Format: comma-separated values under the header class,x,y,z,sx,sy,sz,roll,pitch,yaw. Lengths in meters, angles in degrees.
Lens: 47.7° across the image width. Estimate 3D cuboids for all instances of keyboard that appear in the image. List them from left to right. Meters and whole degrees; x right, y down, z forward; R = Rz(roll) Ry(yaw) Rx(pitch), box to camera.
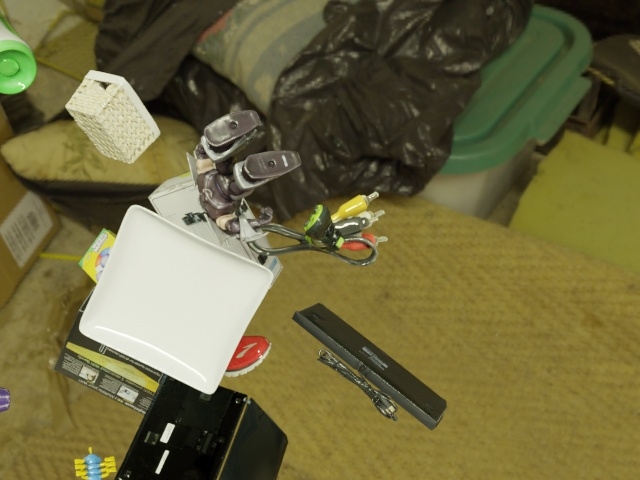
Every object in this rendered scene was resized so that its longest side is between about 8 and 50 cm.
class,x,y,z,sx,sy,sz,roll,pitch,yaw
keyboard,0.078,0.226,1.283,0.317,0.033,0.201,36,16,15

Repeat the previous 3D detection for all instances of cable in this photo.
class,x,y,z,sx,sy,sz,roll,pitch,yaw
cable,0.000,0.000,1.450,0.287,0.140,0.072,-14,6,-5

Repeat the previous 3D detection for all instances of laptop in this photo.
class,x,y,z,sx,sy,sz,roll,pitch,yaw
laptop,-0.209,0.407,1.355,0.264,0.137,0.234,17,50,3

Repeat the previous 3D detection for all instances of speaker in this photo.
class,x,y,z,sx,sy,sz,roll,pitch,yaw
speaker,-0.726,-0.437,1.590,0.131,0.131,0.296,-29,52,-21

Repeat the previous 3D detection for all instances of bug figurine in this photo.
class,x,y,z,sx,sy,sz,roll,pitch,yaw
bug figurine,-0.413,0.557,1.634,0.278,0.072,0.216,6,36,-25

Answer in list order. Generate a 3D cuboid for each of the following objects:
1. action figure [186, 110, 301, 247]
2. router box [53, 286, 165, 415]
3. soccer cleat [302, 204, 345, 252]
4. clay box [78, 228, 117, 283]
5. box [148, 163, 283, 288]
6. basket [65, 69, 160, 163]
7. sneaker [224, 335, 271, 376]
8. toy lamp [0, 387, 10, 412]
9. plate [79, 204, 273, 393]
class,x,y,z,sx,sy,sz,roll,pitch,yaw
action figure,-0.128,-0.090,1.068,0.099,0.285,0.185,-31,89,-22
router box,-0.419,0.270,1.632,0.308,0.243,0.081,30,39,-9
soccer cleat,0.010,-0.016,1.264,0.072,0.179,0.060,31,81,5
clay box,-0.582,0.061,2.005,0.222,0.053,0.127,34,88,36
box,-0.226,-0.016,1.592,0.169,0.290,0.087,-17,25,29
basket,-0.433,-0.253,1.508,0.113,0.167,0.103,18,62,30
sneaker,-0.261,0.264,1.788,0.278,0.118,0.107,-6,36,17
toy lamp,-0.814,0.353,1.552,0.274,0.080,0.080,4,35,-37
plate,-0.259,0.105,1.302,0.277,0.277,0.045,26,19,-5
